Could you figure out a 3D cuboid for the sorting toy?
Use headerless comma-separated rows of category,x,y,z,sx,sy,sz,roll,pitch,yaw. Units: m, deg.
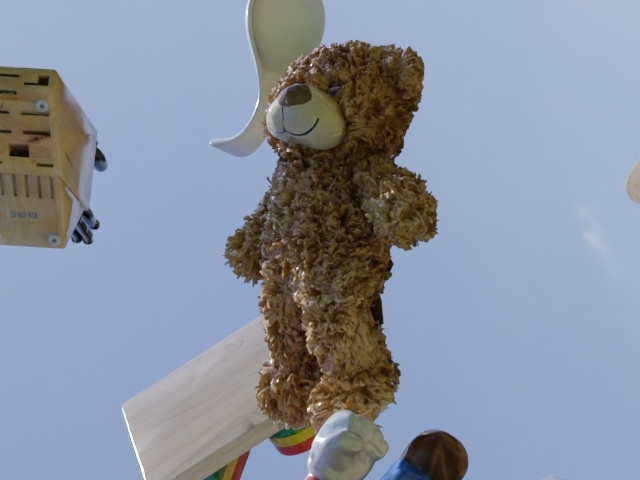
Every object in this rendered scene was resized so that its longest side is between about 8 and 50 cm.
sorting toy,-0.105,0.225,2.092,0.089,0.257,0.255,59,178,-24

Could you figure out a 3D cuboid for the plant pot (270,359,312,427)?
plant pot,-0.020,0.163,1.848,0.083,0.081,0.081,-65,-16,-51

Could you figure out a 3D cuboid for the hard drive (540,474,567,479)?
hard drive,0.132,0.413,1.613,0.353,0.047,0.233,-26,-74,-23

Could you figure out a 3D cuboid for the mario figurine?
mario figurine,0.042,0.249,1.208,0.320,0.198,0.170,-27,-42,-50

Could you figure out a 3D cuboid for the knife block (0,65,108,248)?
knife block,-0.299,-0.108,1.820,0.242,0.088,0.276,-79,-9,-58

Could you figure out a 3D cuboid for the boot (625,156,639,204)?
boot,0.403,-0.103,1.449,0.090,0.207,0.248,41,-103,-39

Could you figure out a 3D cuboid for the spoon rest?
spoon rest,-0.071,-0.251,2.363,0.137,0.084,0.276,21,-93,-37

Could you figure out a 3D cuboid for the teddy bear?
teddy bear,0.000,0.000,1.364,0.113,0.245,0.338,5,-74,-27
